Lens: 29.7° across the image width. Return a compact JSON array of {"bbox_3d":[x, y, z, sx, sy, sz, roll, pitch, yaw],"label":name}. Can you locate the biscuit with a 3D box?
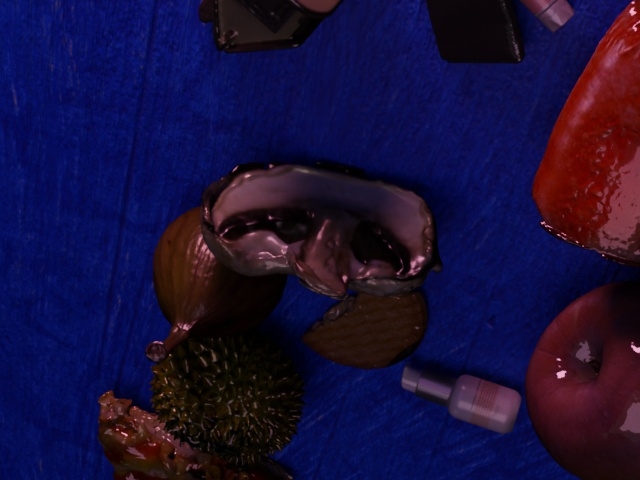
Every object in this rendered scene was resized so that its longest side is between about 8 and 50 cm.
[{"bbox_3d":[0.069,0.134,1.941,0.229,0.031,0.176,0,123,25],"label":"biscuit"}]

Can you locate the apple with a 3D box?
[{"bbox_3d":[0.435,0.206,1.681,0.235,0.305,0.306,24,134,-26],"label":"apple"}]

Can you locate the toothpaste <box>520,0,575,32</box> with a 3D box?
[{"bbox_3d":[0.242,-0.346,1.523,0.194,0.043,0.067,47,132,-6],"label":"toothpaste"}]

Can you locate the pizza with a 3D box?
[{"bbox_3d":[-0.297,0.456,2.264,0.406,0.130,0.440,46,128,-15],"label":"pizza"}]

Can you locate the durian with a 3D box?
[{"bbox_3d":[-0.156,0.248,2.005,0.291,0.224,0.291,13,164,4],"label":"durian"}]

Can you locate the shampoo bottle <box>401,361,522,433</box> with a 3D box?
[{"bbox_3d":[0.222,0.248,1.928,0.192,0.074,0.074,16,128,11],"label":"shampoo bottle"}]

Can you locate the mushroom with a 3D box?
[{"bbox_3d":[-0.001,0.001,1.743,0.344,0.247,0.130,3,138,-1],"label":"mushroom"}]

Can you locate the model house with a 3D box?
[{"bbox_3d":[-0.103,-0.326,1.577,0.205,0.218,0.279,44,133,-9],"label":"model house"}]

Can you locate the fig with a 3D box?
[{"bbox_3d":[-0.190,0.086,1.830,0.217,0.321,0.217,14,127,20],"label":"fig"}]

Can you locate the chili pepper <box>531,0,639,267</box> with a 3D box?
[{"bbox_3d":[0.426,-0.129,1.481,0.251,0.229,0.305,35,132,18],"label":"chili pepper"}]

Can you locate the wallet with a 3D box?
[{"bbox_3d":[0.181,-0.336,1.541,0.124,0.025,0.244,7,127,39],"label":"wallet"}]
